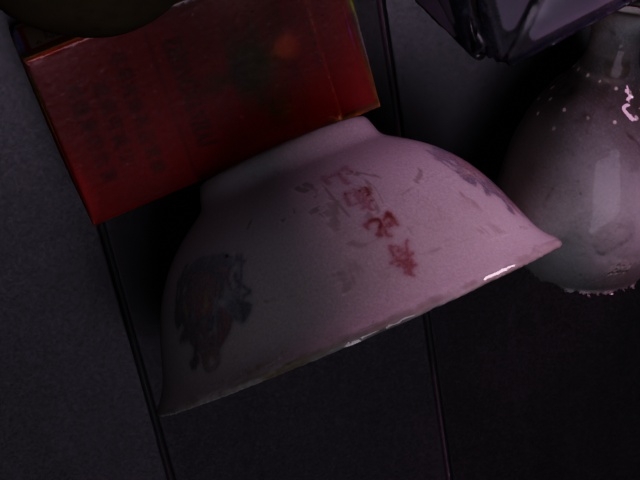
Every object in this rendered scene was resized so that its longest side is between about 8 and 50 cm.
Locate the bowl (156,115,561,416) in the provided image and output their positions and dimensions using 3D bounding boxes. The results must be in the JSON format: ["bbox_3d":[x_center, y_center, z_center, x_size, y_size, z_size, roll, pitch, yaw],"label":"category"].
[{"bbox_3d":[0.000,0.000,1.567,0.435,0.435,0.196,-23,89,-7],"label":"bowl"}]

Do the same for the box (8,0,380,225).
[{"bbox_3d":[-0.116,-0.167,1.537,0.313,0.089,0.197,-22,125,-7],"label":"box"}]

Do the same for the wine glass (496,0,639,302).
[{"bbox_3d":[0.289,-0.119,1.671,0.191,0.190,0.357,-4,122,-20],"label":"wine glass"}]

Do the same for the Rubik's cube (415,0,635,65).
[{"bbox_3d":[0.174,-0.378,1.398,0.305,0.307,0.310,-29,127,-6],"label":"Rubik's cube"}]

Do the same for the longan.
[{"bbox_3d":[-0.196,-0.273,1.379,0.220,0.196,0.196,-43,126,-3],"label":"longan"}]
